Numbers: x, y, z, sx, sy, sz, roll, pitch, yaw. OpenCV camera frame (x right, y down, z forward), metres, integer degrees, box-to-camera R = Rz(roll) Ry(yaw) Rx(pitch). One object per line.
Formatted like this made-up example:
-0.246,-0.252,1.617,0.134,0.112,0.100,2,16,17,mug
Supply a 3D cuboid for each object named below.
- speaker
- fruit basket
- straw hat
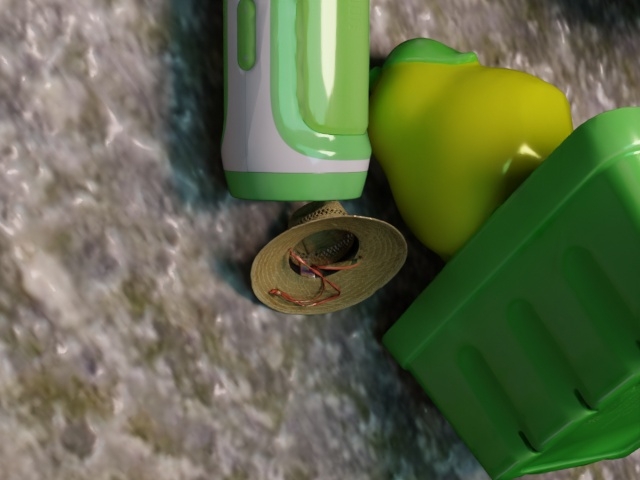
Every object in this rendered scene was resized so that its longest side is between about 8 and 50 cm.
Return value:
-0.019,-0.183,0.931,0.131,0.131,0.296,-3,97,-31,speaker
0.202,-0.018,1.002,0.283,0.392,0.392,-3,97,-31,fruit basket
0.000,0.000,0.992,0.145,0.144,0.061,14,47,-32,straw hat
